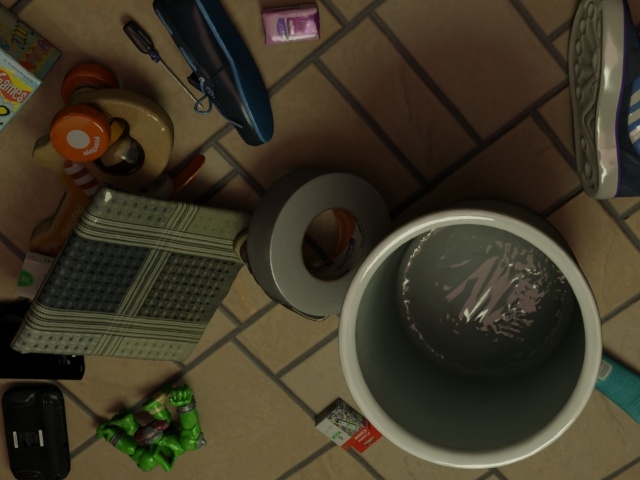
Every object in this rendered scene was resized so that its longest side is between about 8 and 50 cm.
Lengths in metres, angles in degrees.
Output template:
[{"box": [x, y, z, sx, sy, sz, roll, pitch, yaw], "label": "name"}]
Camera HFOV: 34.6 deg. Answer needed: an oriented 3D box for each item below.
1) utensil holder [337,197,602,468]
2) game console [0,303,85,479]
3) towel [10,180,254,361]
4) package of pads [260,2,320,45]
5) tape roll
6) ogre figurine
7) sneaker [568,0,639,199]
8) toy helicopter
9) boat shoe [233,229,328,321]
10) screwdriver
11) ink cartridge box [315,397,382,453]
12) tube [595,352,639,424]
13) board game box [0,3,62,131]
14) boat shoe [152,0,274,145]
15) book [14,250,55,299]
[{"box": [0.217, 0.101, 1.447, 0.327, 0.385, 0.328, 1, 97, 11], "label": "utensil holder"}, {"box": [-0.508, 0.268, 1.758, 0.213, 0.044, 0.361, 2, 116, 0], "label": "game console"}, {"box": [-0.270, 0.057, 1.574, 0.324, 0.056, 0.312, 12, 119, -44], "label": "towel"}, {"box": [-0.042, -0.310, 1.477, 0.083, 0.032, 0.050, -6, 120, 2], "label": "package of pads"}, {"box": [0.000, 0.000, 1.552, 0.219, 0.072, 0.219, -9, 107, -33], "label": "tape roll"}, {"box": [-0.282, 0.329, 1.764, 0.197, 0.097, 0.118, -31, 102, 2], "label": "ogre figurine"}, {"box": [0.495, -0.219, 1.492, 0.236, 0.130, 0.323, -10, 112, -7], "label": "sneaker"}, {"box": [-0.332, -0.077, 1.560, 0.235, 0.140, 0.355, 23, 125, -22], "label": "toy helicopter"}, {"box": [-0.053, 0.070, 1.624, 0.080, 0.073, 0.223, -37, 127, 9], "label": "boat shoe"}, {"box": [-0.228, -0.252, 1.508, 0.024, 0.025, 0.170, -35, 112, 15], "label": "screwdriver"}, {"box": [0.052, 0.334, 1.806, 0.115, 0.029, 0.063, 41, 109, -19], "label": "ink cartridge box"}, {"box": [0.511, 0.245, 1.762, 0.207, 0.052, 0.080, 34, 116, -22], "label": "tube"}, {"box": [-0.519, -0.194, 1.466, 0.142, 0.144, 0.275, 39, 109, -18], "label": "board game box"}, {"box": [-0.150, -0.250, 1.475, 0.089, 0.109, 0.258, -18, 108, 22], "label": "boat shoe"}, {"box": [-0.404, 0.068, 1.635, 0.144, 0.035, 0.096, 16, 139, -15], "label": "book"}]
